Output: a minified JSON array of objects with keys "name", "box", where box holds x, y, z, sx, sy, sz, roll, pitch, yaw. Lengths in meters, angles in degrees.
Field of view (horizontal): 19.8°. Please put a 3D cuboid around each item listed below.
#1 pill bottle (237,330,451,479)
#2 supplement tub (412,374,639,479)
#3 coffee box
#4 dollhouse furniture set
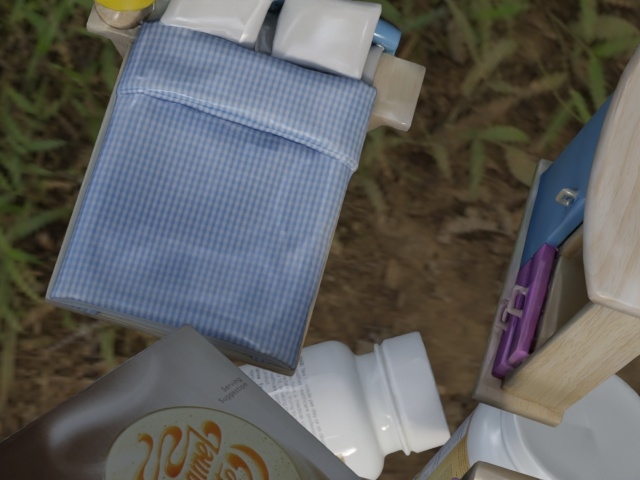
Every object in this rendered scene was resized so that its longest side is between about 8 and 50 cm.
[{"name":"pill bottle","box":[-0.009,0.159,1.601,0.229,0.131,0.131,-16,79,1]},{"name":"supplement tub","box":[0.160,0.192,1.411,0.144,0.144,0.200,53,141,16]},{"name":"coffee box","box":[-0.096,0.155,0.752,0.141,0.246,0.098,41,129,15]},{"name":"dollhouse furniture set","box":[0.000,0.000,0.839,0.303,0.198,0.286,19,70,-3]}]
